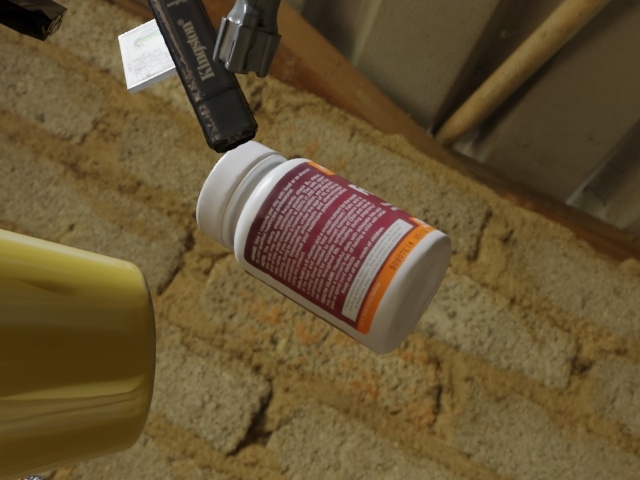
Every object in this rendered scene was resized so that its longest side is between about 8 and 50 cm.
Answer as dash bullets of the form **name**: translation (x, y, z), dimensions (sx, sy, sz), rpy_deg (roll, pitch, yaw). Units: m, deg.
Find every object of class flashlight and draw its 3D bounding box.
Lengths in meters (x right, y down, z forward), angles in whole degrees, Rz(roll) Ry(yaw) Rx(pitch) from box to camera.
- **flashlight**: translation (-0.057, -0.364, 1.005), dimensions (0.103, 0.304, 0.103), rpy_deg (2, 25, -41)

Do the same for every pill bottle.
- **pill bottle**: translation (0.000, 0.000, 1.338), dimensions (0.392, 0.224, 0.224), rpy_deg (31, -27, 20)

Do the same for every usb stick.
- **usb stick**: translation (-0.171, -0.256, 1.142), dimensions (0.278, 0.077, 0.045), rpy_deg (66, 7, 11)

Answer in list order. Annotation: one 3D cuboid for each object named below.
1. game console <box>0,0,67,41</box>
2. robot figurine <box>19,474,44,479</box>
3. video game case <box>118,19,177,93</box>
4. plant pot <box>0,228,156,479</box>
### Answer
- **game console**: translation (-0.463, -0.381, 1.150), dimensions (0.213, 0.361, 0.044), rpy_deg (26, -72, -17)
- **robot figurine**: translation (-0.545, 0.407, 1.152), dimensions (0.291, 0.211, 0.085), rpy_deg (-10, -85, 15)
- **video game case**: translation (-0.295, -0.358, 1.476), dimensions (0.157, 0.143, 0.019), rpy_deg (-23, -32, 9)
- **plant pot**: translation (-0.270, 0.094, 0.636), dimensions (0.239, 0.253, 0.254), rpy_deg (5, -18, -29)
